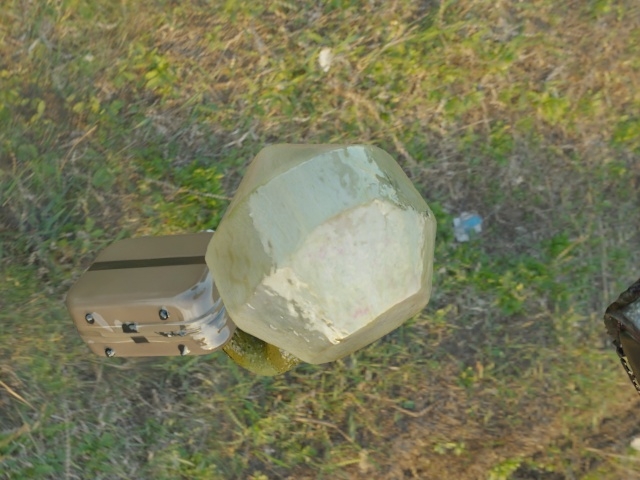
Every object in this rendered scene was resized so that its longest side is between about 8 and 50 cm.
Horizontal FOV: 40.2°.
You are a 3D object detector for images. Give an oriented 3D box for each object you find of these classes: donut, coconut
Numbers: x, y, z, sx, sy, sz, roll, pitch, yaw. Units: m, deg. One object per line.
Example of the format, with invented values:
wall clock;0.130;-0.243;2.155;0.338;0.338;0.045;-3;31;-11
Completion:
donut;-0.133;0.164;1.778;0.107;0.272;0.272;-42;104;-44
coconut;0.000;0.000;0.996;0.259;0.259;0.259;3;83;-26

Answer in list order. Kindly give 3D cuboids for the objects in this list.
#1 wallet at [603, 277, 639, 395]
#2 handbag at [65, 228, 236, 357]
wallet;0.275;0.029;0.495;0.221;0.071;0.262;-44;139;-1
handbag;-0.273;0.076;1.574;0.149;0.302;0.283;68;30;-30
